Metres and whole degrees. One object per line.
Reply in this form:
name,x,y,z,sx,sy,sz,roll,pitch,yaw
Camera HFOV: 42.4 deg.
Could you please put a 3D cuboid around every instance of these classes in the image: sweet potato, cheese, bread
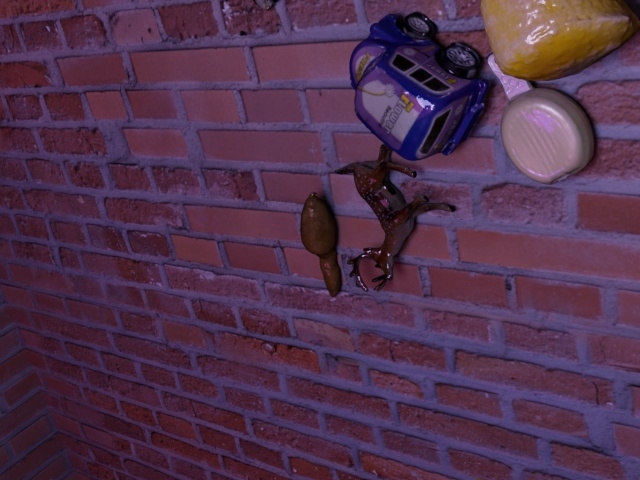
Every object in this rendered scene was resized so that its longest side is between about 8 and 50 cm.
sweet potato,0.000,0.001,1.664,0.074,0.075,0.269,15,135,32
cheese,0.326,-0.196,1.270,0.137,0.064,0.227,-28,98,42
bread,0.321,-0.308,1.127,0.197,0.197,0.171,-23,90,45

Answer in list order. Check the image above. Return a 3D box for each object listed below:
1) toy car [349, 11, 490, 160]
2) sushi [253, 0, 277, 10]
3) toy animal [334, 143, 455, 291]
toy car,0.135,-0.243,1.325,0.235,0.158,0.172,43,136,19
sushi,-0.114,-0.451,1.488,0.083,0.044,0.046,55,135,1
toy animal,0.125,-0.045,1.538,0.260,0.087,0.244,-29,82,48
